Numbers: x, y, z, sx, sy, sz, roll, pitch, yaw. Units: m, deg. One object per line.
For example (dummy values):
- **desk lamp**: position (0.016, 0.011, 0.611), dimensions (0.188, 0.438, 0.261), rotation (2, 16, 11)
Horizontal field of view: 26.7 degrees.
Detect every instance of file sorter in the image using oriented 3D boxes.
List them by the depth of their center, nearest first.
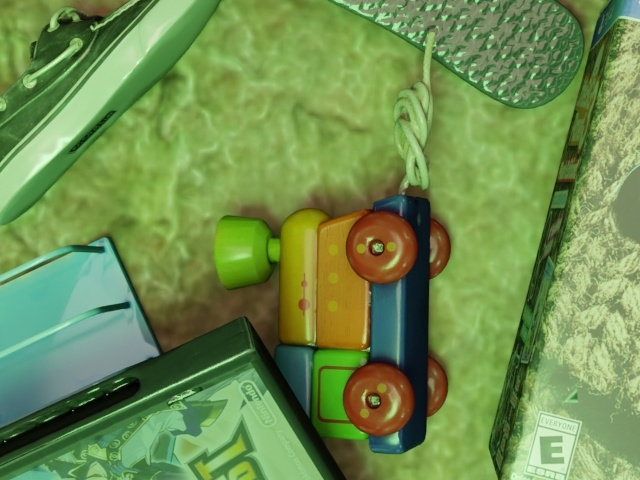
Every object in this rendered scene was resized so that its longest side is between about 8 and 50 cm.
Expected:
- **file sorter**: position (-0.159, 0.099, 0.826), dimensions (0.118, 0.104, 0.170), rotation (-25, 88, 5)

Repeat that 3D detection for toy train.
- **toy train**: position (0.000, 0.000, 0.824), dimensions (0.143, 0.105, 0.248), rotation (1, 90, 18)

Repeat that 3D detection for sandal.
- **sandal**: position (0.049, -0.172, 0.844), dimensions (0.254, 0.054, 0.097), rotation (40, 100, -6)

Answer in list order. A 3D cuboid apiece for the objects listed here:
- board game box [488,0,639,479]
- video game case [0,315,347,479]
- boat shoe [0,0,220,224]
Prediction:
- **board game box**: position (0.245, 0.022, 0.775), dimensions (0.232, 0.141, 0.291), rotation (14, 91, 5)
- **video game case**: position (-0.096, 0.194, 0.773), dimensions (0.248, 0.035, 0.275), rotation (-25, 127, 4)
- **boat shoe**: position (-0.149, -0.108, 0.840), dimensions (0.219, 0.078, 0.070), rotation (-44, 88, 5)
